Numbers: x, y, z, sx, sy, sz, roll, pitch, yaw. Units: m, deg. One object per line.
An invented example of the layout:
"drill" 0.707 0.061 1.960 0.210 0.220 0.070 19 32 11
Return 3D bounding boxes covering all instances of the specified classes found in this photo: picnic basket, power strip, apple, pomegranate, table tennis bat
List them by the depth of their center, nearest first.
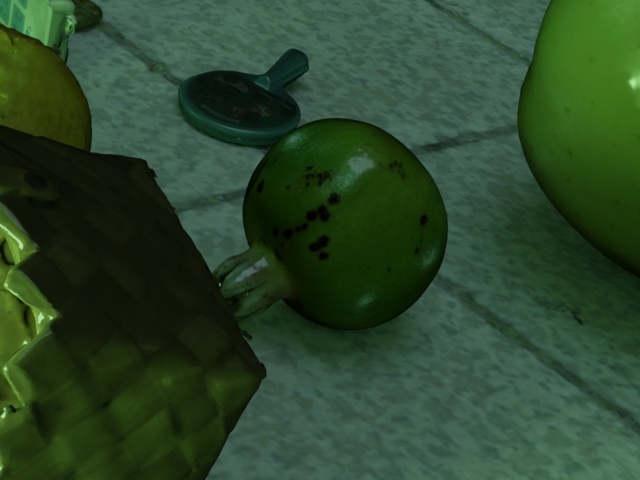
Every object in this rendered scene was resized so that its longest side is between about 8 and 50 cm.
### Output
"picnic basket" -0.232 0.062 0.938 0.321 0.254 0.291 9 29 -35
"pomegranate" 0.000 0.000 1.279 0.210 0.180 0.180 -37 54 -22
"apple" 0.420 -0.137 1.443 0.474 0.473 0.473 13 30 -8
"power strip" -0.299 -0.245 1.598 0.035 0.081 0.192 -5 37 -32
"table tennis bat" -0.067 -0.151 1.613 0.124 0.033 0.201 27 36 13

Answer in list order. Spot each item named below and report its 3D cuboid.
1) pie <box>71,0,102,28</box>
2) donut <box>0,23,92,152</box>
"pie" -0.275 -0.248 1.679 0.085 0.017 0.085 13 28 -7
"donut" -0.303 -0.056 1.118 0.277 0.277 0.108 9 52 -14
